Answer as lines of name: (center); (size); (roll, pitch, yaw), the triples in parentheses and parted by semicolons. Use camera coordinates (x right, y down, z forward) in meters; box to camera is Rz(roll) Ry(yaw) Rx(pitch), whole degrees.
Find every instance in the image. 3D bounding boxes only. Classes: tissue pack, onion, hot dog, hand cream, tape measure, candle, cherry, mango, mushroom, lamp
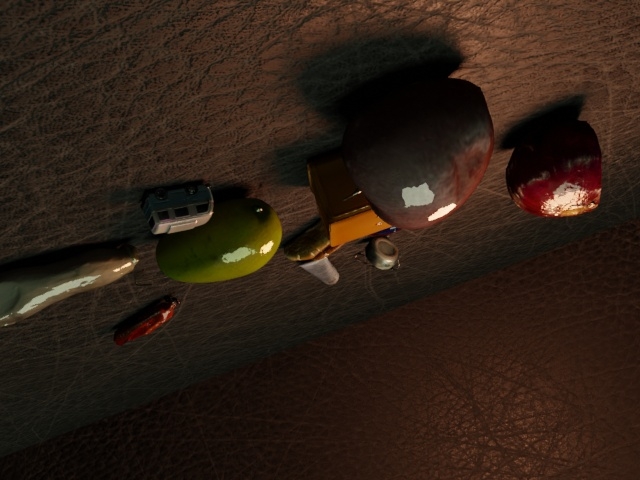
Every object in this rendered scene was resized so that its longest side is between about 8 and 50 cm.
tissue pack: (0.125, -0.113, 1.614); (0.274, 0.145, 0.194); (-18, 164, -4)
onion: (0.529, -0.164, 1.851); (0.207, 0.216, 0.206); (-14, 163, 7)
hot dog: (0.000, 0.000, 2.005); (0.084, 0.073, 0.242); (-1, 156, -41)
hand cream: (0.009, 0.087, 2.379); (0.088, 0.055, 0.256); (-15, 165, 11)
tape measure: (0.150, 0.061, 2.360); (0.107, 0.104, 0.180); (-12, 163, -41)
candle: (-0.468, 0.217, 2.199); (0.084, 0.059, 0.301); (-18, 169, -48)
cherry: (0.170, -0.150, 1.382); (0.307, 0.221, 0.261); (-40, 145, 0)
mango: (-0.207, 0.007, 1.600); (0.273, 0.149, 0.185); (-17, 168, 9)
mushroom: (-0.521, 0.083, 1.561); (0.351, 0.097, 0.109); (-19, 167, -16)
lamp: (-0.371, 0.085, 1.893); (0.054, 0.041, 0.121); (-20, 172, 38)

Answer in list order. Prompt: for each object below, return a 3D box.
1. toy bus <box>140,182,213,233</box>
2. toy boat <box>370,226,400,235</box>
toy bus: (-0.251, -0.056, 1.448); (0.123, 0.075, 0.060); (-12, 164, -28)
toy boat: (0.257, -0.073, 2.105); (0.219, 0.072, 0.318); (-29, 167, 41)
